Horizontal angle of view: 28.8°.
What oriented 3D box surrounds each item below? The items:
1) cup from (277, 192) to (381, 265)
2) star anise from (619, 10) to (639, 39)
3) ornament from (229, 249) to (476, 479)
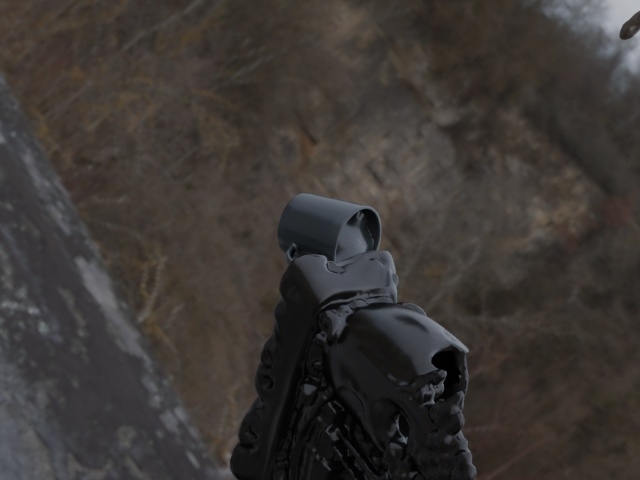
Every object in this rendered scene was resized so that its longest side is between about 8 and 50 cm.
[{"bbox_3d":[0.000,0.000,1.224,0.077,0.100,0.078,19,-49,34],"label":"cup"},{"bbox_3d":[0.374,-0.217,1.029,0.227,0.218,0.148,25,-1,-17],"label":"star anise"},{"bbox_3d":[0.041,0.158,0.894,0.106,0.251,0.260,-1,32,-27],"label":"ornament"}]
